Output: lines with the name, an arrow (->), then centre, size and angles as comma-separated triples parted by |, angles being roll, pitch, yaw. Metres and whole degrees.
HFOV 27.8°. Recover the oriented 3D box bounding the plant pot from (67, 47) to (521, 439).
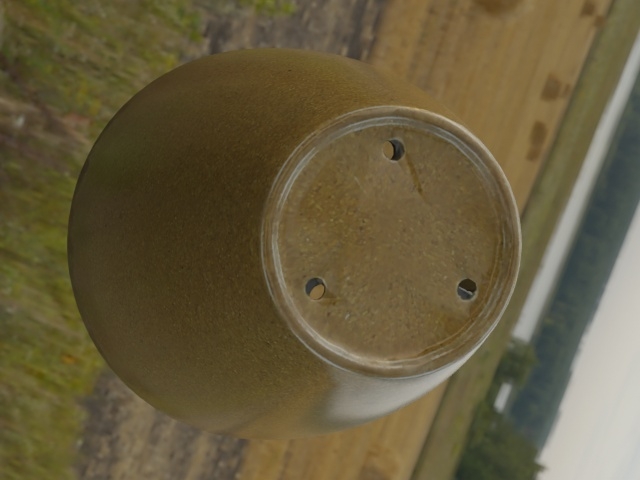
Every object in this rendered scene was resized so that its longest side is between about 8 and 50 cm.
plant pot -> 0.000, 0.000, 0.665 | 0.237, 0.237, 0.254 | -67, -166, -7
